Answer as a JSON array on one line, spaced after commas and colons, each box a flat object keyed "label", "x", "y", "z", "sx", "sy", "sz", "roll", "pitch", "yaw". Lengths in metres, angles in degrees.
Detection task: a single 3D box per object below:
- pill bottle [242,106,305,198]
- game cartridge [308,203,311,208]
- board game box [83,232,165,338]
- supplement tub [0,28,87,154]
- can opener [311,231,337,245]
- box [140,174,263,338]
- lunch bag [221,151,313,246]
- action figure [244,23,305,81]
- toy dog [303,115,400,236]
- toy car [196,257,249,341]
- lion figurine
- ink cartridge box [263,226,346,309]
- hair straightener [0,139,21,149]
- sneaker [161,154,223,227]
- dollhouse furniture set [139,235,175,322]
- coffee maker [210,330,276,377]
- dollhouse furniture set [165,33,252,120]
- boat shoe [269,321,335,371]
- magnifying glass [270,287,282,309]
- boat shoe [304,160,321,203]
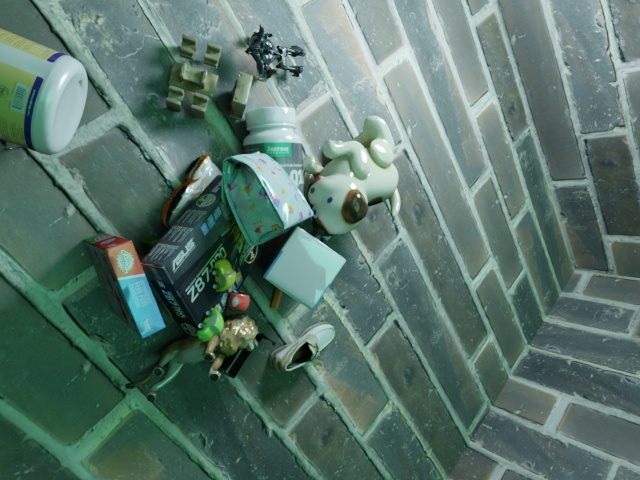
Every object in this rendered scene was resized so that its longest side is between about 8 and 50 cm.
[{"label": "pill bottle", "x": -0.160, "y": -0.258, "z": 1.518, "sx": 0.204, "sy": 0.204, "sz": 0.362, "roll": -9, "pitch": 100, "yaw": -36}, {"label": "game cartridge", "x": -0.023, "y": -0.119, "z": 1.751, "sx": 0.083, "sy": 0.017, "sz": 0.056, "roll": -10, "pitch": 104, "yaw": -36}, {"label": "board game box", "x": -0.537, "y": 0.110, "z": 1.198, "sx": 0.064, "sy": 0.316, "sz": 0.243, "roll": -25, "pitch": 109, "yaw": -32}, {"label": "supplement tub", "x": -0.744, "y": -0.360, "z": 1.009, "sx": 0.330, "sy": 0.241, "sz": 0.241, "roll": 19, "pitch": 82, "yaw": -16}, {"label": "can opener", "x": 0.000, "y": 0.000, "z": 1.739, "sx": 0.074, "sy": 0.093, "sz": 0.280, "roll": 47, "pitch": 72, "yaw": -28}, {"label": "box", "x": -0.328, "y": 0.044, "z": 1.335, "sx": 0.395, "sy": 0.097, "sz": 0.319, "roll": -61, "pitch": 149, "yaw": -40}, {"label": "lunch bag", "x": -0.171, "y": -0.139, "z": 1.316, "sx": 0.263, "sy": 0.160, "sz": 0.223, "roll": 60, "pitch": 25, "yaw": -2}, {"label": "action figure", "x": -0.177, "y": -0.628, "z": 1.517, "sx": 0.275, "sy": 0.140, "sz": 0.164, "roll": -12, "pitch": 104, "yaw": -51}, {"label": "toy dog", "x": 0.100, "y": -0.185, "z": 1.594, "sx": 0.396, "sy": 0.284, "sz": 0.408, "roll": 59, "pitch": 44, "yaw": -20}, {"label": "toy car", "x": -0.285, "y": 0.199, "z": 1.302, "sx": 0.239, "sy": 0.053, "sz": 0.225, "roll": 73, "pitch": 33, "yaw": -48}, {"label": "lion figurine", "x": -0.389, "y": 0.345, "z": 1.387, "sx": 0.391, "sy": 0.240, "sz": 0.142, "roll": -13, "pitch": 113, "yaw": 6}, {"label": "ink cartridge box", "x": -0.066, "y": 0.086, "z": 1.526, "sx": 0.197, "sy": 0.270, "sz": 0.198, "roll": 35, "pitch": 86, "yaw": -7}, {"label": "hair straightener", "x": -0.759, "y": -0.335, "z": 1.158, "sx": 0.089, "sy": 0.047, "sz": 0.231, "roll": 26, "pitch": 79, "yaw": -35}, {"label": "sneaker", "x": -0.397, "y": -0.139, "z": 1.422, "sx": 0.121, "sy": 0.099, "sz": 0.263, "roll": 41, "pitch": 71, "yaw": -37}, {"label": "dollhouse furniture set", "x": -0.408, "y": 0.105, "z": 1.396, "sx": 0.197, "sy": 0.151, "sz": 0.302, "roll": -25, "pitch": 109, "yaw": -33}, {"label": "coffee maker", "x": -0.279, "y": 0.371, "z": 1.507, "sx": 0.178, "sy": 0.171, "sz": 0.120, "roll": -56, "pitch": 139, "yaw": -17}, {"label": "dollhouse furniture set", "x": -0.354, "y": -0.491, "z": 1.423, "sx": 0.241, "sy": 0.161, "sz": 0.213, "roll": 13, "pitch": 86, "yaw": -15}, {"label": "boat shoe", "x": -0.049, "y": 0.422, "z": 1.725, "sx": 0.302, "sy": 0.103, "sz": 0.113, "roll": -28, "pitch": 110, "yaw": -32}, {"label": "magnifying glass", "x": -0.142, "y": 0.145, "z": 1.666, "sx": 0.092, "sy": 0.026, "sz": 0.231, "roll": 16, "pitch": 88, "yaw": -8}, {"label": "boat shoe", "x": -0.029, "y": -0.217, "z": 1.702, "sx": 0.068, "sy": 0.072, "sz": 0.190, "roll": 24, "pitch": 80, "yaw": -36}]
